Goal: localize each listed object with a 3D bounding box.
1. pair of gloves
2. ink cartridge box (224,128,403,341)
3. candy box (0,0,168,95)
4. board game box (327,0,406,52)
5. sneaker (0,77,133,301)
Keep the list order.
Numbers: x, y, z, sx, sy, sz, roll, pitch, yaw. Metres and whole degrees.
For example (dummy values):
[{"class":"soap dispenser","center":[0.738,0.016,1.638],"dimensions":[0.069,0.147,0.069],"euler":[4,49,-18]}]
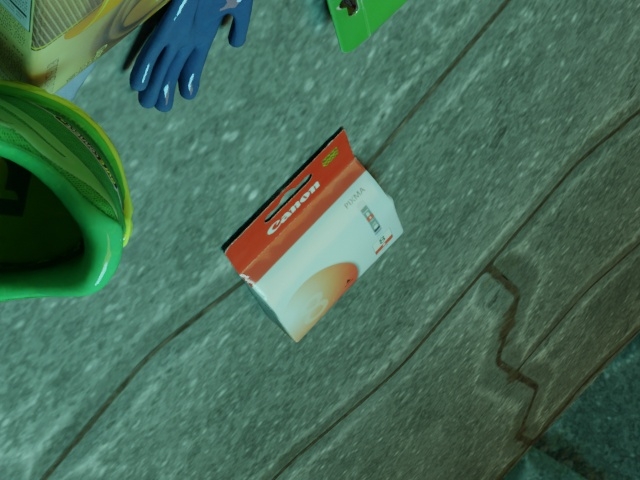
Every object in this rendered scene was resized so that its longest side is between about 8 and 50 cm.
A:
[{"class":"pair of gloves","center":[-0.099,-0.137,0.827],"dimensions":[0.198,0.023,0.159],"euler":[-16,143,-52]},{"class":"ink cartridge box","center":[0.000,0.000,1.214],"dimensions":[0.145,0.045,0.179],"euler":[-46,161,-8]},{"class":"candy box","center":[-0.072,-0.168,0.574],"dimensions":[0.183,0.087,0.316],"euler":[-43,-177,-14]},{"class":"board game box","center":[0.090,-0.248,0.979],"dimensions":[0.259,0.039,0.124],"euler":[-47,158,-11]},{"class":"sneaker","center":[-0.212,-0.029,0.557],"dimensions":[0.296,0.123,0.109],"euler":[3,110,-24]}]
